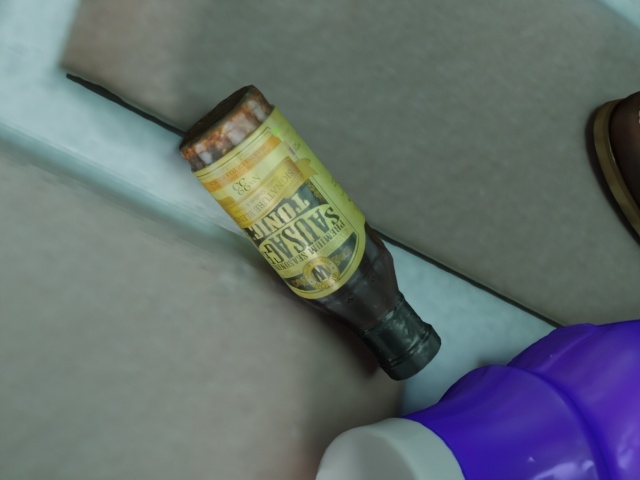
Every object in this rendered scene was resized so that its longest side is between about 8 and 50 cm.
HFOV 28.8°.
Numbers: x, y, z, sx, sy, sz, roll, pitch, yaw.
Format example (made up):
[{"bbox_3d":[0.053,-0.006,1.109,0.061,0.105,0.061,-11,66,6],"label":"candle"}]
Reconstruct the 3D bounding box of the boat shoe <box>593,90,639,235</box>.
[{"bbox_3d":[0.224,-0.001,0.635,0.207,0.073,0.073,45,56,-18],"label":"boat shoe"}]

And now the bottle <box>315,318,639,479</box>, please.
[{"bbox_3d":[0.127,0.092,0.519,0.283,0.092,0.118,-4,82,-38],"label":"bottle"}]

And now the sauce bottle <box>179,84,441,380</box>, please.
[{"bbox_3d":[0.000,0.000,0.479,0.128,0.042,0.042,48,54,-15],"label":"sauce bottle"}]
